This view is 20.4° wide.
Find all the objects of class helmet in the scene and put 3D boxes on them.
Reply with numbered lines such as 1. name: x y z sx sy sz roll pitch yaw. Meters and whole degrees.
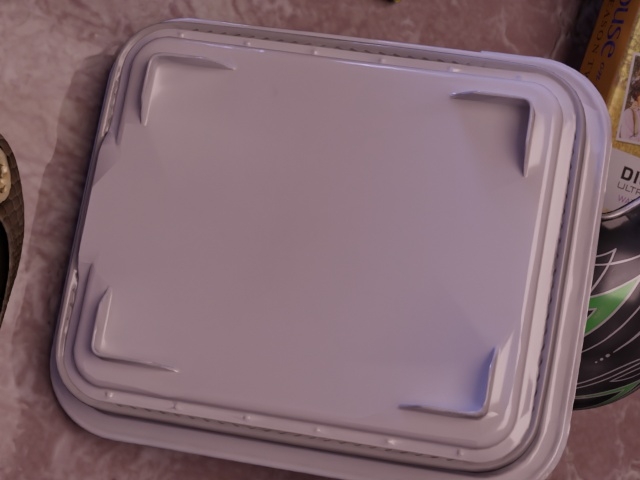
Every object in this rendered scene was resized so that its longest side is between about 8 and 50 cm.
1. helmet: 0.171 0.030 1.177 0.161 0.169 0.169 23 70 18

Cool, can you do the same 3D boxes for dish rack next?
1. dish rack: 0.000 0.000 1.095 0.333 0.072 0.285 8 80 11

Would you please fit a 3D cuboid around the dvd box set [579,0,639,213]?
1. dvd box set: 0.342 -0.121 1.341 0.307 0.062 0.420 17 91 -25

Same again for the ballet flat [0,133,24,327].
1. ballet flat: -0.227 0.047 1.078 0.084 0.058 0.250 17 77 -26

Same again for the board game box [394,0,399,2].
1. board game box: 0.022 -0.279 1.194 0.259 0.039 0.124 48 61 -52
